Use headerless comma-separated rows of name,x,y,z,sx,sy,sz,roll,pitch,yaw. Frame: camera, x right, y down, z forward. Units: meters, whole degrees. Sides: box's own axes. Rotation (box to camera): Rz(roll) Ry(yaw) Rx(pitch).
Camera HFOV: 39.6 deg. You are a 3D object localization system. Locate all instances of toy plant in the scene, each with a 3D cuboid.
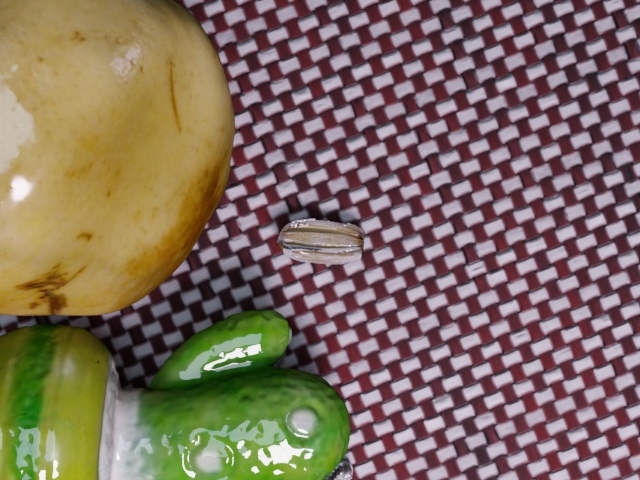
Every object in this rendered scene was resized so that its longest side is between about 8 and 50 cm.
toy plant,-0.131,0.168,0.783,0.316,0.184,0.224,5,79,-8

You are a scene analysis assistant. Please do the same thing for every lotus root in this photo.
lotus root,0.000,0.001,0.845,0.083,0.030,0.037,5,60,-4

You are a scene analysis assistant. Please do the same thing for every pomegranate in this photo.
pomegranate,-0.237,-0.092,0.702,0.333,0.332,0.332,0,91,-1

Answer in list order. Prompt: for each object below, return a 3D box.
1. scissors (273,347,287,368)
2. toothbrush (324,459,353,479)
scissors,-0.091,0.234,0.853,0.109,0.022,0.300,23,90,-5
toothbrush,-0.051,0.344,0.851,0.025,0.029,0.307,31,91,-5
